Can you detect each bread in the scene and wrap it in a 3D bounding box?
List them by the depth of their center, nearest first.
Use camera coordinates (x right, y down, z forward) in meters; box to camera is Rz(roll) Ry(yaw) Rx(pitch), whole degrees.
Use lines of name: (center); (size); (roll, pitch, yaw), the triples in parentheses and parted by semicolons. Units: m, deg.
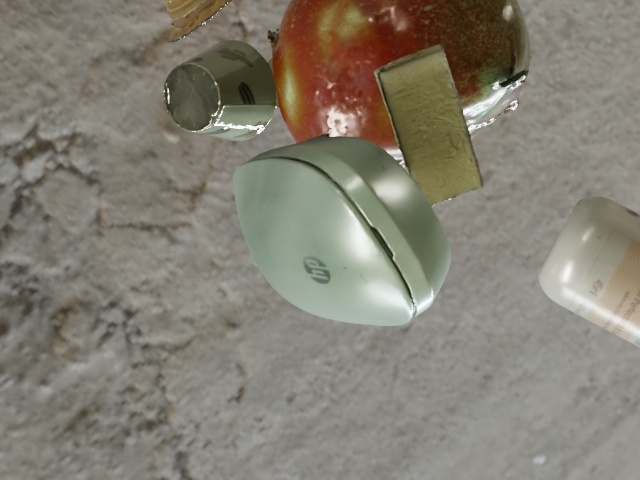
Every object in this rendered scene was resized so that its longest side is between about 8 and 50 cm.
bread: (0.102, -0.104, 1.168); (0.068, 0.028, 0.153); (-20, 118, 2)

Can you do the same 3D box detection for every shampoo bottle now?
shampoo bottle: (0.230, 0.044, 0.768); (0.074, 0.192, 0.074); (-58, 171, -15)

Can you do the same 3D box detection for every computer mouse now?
computer mouse: (-0.004, 0.004, 0.999); (0.097, 0.288, 0.159); (-40, 103, -22)

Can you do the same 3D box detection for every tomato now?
tomato: (0.080, -0.201, 1.432); (0.304, 0.239, 0.303); (-32, 171, -6)

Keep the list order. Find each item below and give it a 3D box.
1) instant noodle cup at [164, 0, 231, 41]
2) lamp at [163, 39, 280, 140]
instant noodle cup: (-0.063, -0.287, 1.011); (0.091, 0.274, 0.274); (41, 88, -19)
lamp: (-0.094, -0.181, 1.507); (0.215, 0.121, 0.121); (-24, 138, -57)
